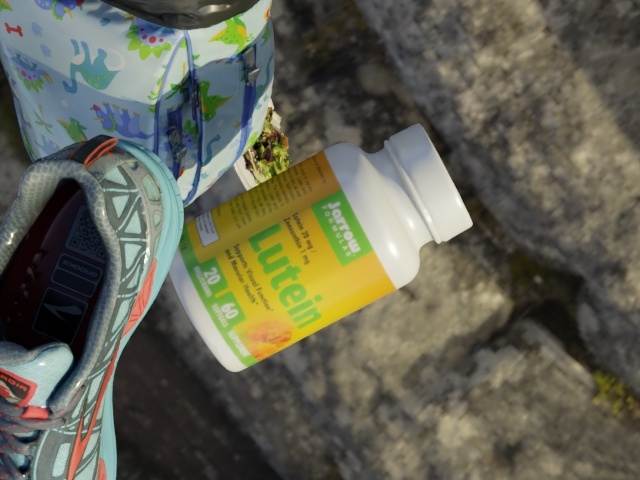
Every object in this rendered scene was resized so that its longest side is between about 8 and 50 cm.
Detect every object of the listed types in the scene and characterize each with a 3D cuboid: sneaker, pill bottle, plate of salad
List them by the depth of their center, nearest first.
[{"bbox_3d":[-0.154,0.069,0.732,0.104,0.125,0.261,15,90,9],"label":"sneaker"},{"bbox_3d":[0.000,0.000,1.253,0.246,0.136,0.136,-28,99,4],"label":"pill bottle"},{"bbox_3d":[-0.071,-0.135,1.639,0.048,0.200,0.200,-13,109,17],"label":"plate of salad"}]

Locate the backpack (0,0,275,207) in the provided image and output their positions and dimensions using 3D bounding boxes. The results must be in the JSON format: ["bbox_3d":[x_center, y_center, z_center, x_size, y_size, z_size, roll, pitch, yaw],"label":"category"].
[{"bbox_3d":[-0.177,-0.184,1.393,0.290,0.273,0.355,29,163,15],"label":"backpack"}]
